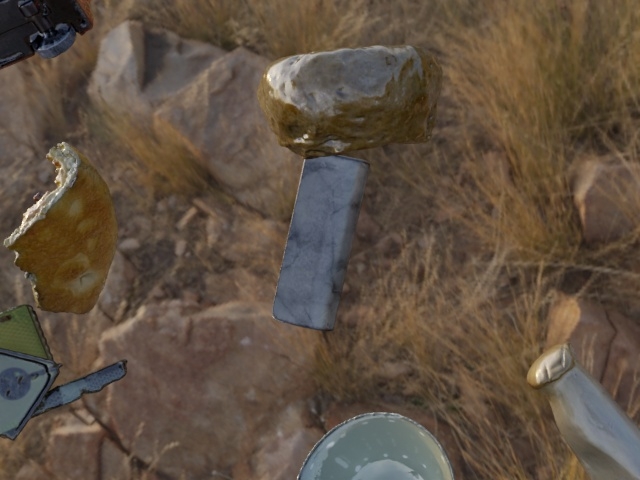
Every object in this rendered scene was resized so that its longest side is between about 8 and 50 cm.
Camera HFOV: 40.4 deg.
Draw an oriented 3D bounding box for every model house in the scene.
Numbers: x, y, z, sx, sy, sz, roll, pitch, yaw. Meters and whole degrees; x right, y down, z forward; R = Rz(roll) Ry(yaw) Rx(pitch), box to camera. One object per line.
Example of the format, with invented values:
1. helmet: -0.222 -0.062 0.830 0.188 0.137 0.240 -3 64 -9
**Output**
1. model house: -0.441 0.171 1.274 0.279 0.218 0.205 -23 2 -25

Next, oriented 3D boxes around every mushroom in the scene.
1. mushroom: 0.585 0.404 1.815 0.137 0.154 0.407 -34 83 -26

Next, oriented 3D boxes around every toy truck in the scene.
1. toy truck: -0.361 -0.224 0.870 0.253 0.107 0.114 -19 46 8

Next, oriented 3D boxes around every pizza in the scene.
1. pizza: -0.389 0.001 1.322 0.074 0.365 0.182 40 58 23

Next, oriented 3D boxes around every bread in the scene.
1. bread: 0.038 -0.165 1.047 0.230 0.230 0.123 -5 94 21

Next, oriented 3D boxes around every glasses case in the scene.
1. glasses case: 0.000 0.000 1.482 0.114 0.060 0.299 12 97 2

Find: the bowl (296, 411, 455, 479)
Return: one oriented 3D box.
1. bowl: 0.126 0.507 1.638 0.337 0.157 0.337 -15 57 25
